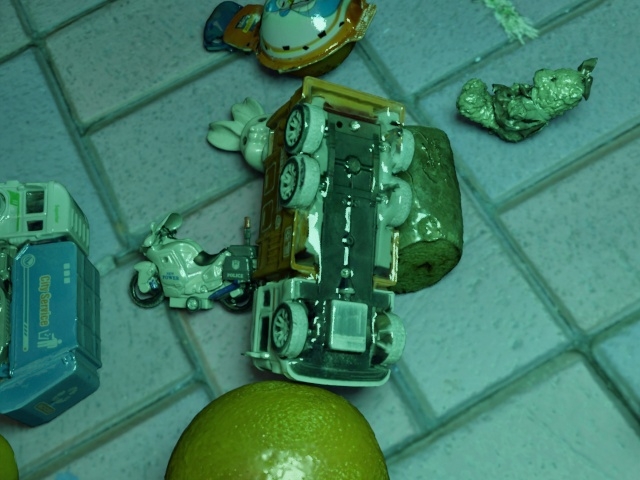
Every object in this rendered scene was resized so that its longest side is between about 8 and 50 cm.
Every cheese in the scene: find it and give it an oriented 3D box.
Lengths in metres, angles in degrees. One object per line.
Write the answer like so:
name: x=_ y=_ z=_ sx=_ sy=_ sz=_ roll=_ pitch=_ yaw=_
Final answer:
cheese: x=-0.058 y=-0.366 z=1.291 sx=0.329 sy=0.129 sz=0.216 roll=10 pitch=61 yaw=32

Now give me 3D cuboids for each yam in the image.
yam: x=0.133 y=-0.064 z=1.117 sx=0.154 sy=0.154 sz=0.254 roll=-7 pitch=63 yaw=5

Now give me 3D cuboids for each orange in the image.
orange: x=-0.051 y=0.301 z=0.916 sx=0.274 sy=0.274 sz=0.274 roll=-3 pitch=66 yaw=7

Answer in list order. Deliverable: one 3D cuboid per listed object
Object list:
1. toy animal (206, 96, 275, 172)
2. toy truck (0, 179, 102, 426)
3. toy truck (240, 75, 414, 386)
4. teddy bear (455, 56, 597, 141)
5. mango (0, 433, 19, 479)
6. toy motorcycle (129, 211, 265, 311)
toy animal: x=-0.101 y=-0.171 z=1.213 sx=0.221 sy=0.131 sz=0.103 roll=32 pitch=89 yaw=23
toy truck: x=-0.433 y=0.086 z=1.138 sx=0.175 sy=0.146 sz=0.367 roll=-8 pitch=68 yaw=-3
toy truck: x=0.000 y=0.000 z=1.028 sx=0.173 sy=0.207 sz=0.387 roll=10 pitch=76 yaw=-26
teddy bear: x=0.319 y=-0.204 z=1.164 sx=0.213 sy=0.111 sz=0.133 roll=-5 pitch=25 yaw=26
mango: x=-0.491 y=0.362 z=1.034 sx=0.152 sy=0.120 sz=0.221 roll=-8 pitch=73 yaw=4
toy motorcycle: x=-0.187 y=0.032 z=1.152 sx=0.221 sy=0.102 sz=0.150 roll=2 pitch=87 yaw=13
